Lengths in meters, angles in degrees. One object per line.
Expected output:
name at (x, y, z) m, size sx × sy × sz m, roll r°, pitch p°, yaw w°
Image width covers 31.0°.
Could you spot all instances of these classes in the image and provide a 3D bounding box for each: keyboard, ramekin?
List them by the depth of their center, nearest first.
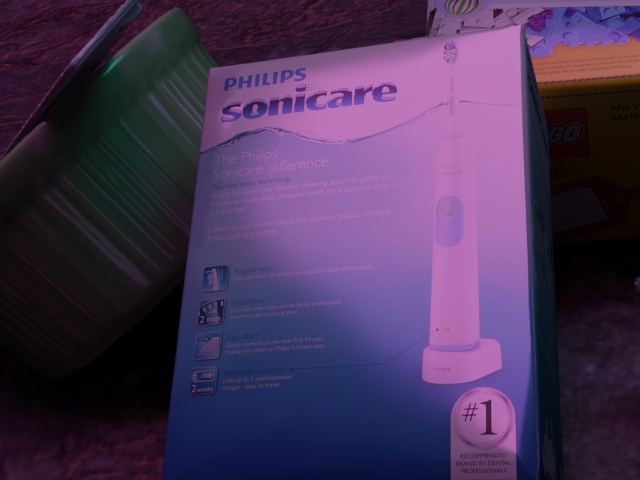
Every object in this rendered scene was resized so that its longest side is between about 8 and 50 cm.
keyboard at (-0.191, -0.102, 0.828) m, size 0.072 × 0.014 × 0.256 m, roll -49°, pitch 11°, yaw -28°
ramekin at (-0.171, -0.030, 0.936) m, size 0.303 × 0.148 × 0.303 m, roll -43°, pitch 10°, yaw 9°

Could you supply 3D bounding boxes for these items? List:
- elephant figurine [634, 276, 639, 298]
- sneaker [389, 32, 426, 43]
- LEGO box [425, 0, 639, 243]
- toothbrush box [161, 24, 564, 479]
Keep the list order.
elephant figurine at (0.360, 0.007, 0.769) m, size 0.169 × 0.186 × 0.239 m, roll -48°, pitch -8°, yaw 36°
sneaker at (0.080, -0.124, 1.185) m, size 0.270 × 0.090 × 0.145 m, roll -37°, pitch 36°, yaw -31°
LEGO box at (0.347, -0.204, 0.932) m, size 0.500 × 0.193 × 0.373 m, roll -4°, pitch 53°, yaw 13°
toothbrush box at (0.035, 0.028, 0.728) m, size 0.216 × 0.126 × 0.296 m, roll -6°, pitch 62°, yaw 16°
